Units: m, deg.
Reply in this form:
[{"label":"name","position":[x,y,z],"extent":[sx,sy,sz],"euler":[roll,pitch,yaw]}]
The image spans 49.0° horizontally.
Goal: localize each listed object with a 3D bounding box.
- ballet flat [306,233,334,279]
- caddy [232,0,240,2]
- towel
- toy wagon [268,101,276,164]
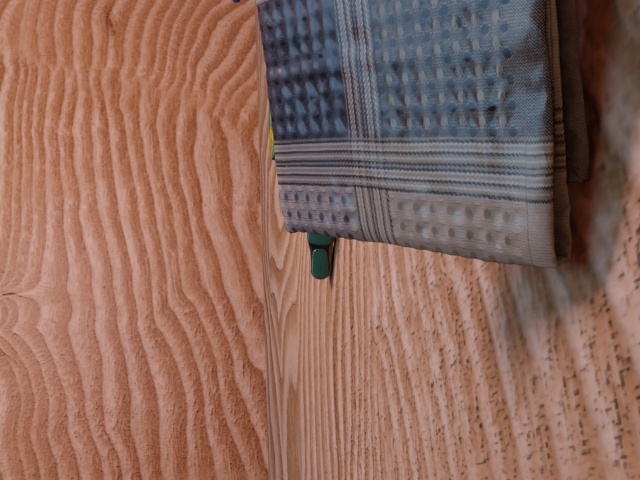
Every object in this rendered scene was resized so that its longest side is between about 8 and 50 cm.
[{"label":"ballet flat","position":[0.000,0.000,1.375],"extent":[0.052,0.057,0.168],"euler":[-86,3,-56]},{"label":"caddy","position":[-0.133,-0.564,1.245],"extent":[0.341,0.179,0.241],"euler":[-97,-2,-59]},{"label":"towel","position":[0.061,-0.140,0.560],"extent":[0.324,0.056,0.311],"euler":[10,111,51]},{"label":"toy wagon","position":[-0.100,-0.313,1.937],"extent":[0.267,0.068,0.344],"euler":[146,124,-79]}]
